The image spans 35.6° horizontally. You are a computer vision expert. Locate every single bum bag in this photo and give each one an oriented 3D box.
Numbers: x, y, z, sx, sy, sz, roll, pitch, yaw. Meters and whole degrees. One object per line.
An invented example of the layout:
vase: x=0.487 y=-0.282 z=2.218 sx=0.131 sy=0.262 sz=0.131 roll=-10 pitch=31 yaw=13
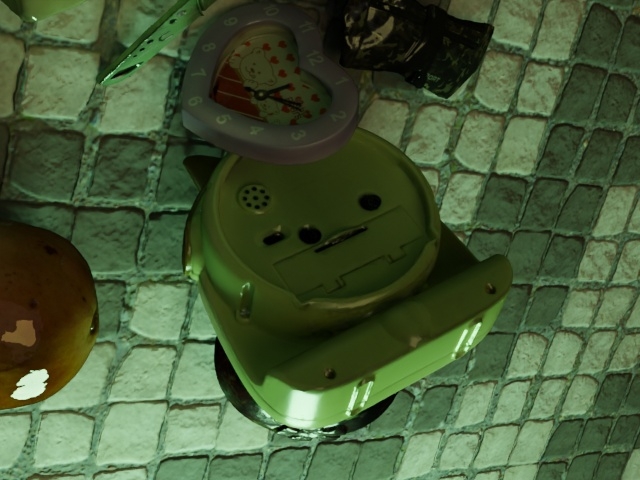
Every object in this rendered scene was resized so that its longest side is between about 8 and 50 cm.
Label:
bum bag: x=0.110 y=-0.232 z=1.172 sx=0.248 sy=0.069 sz=0.102 roll=9 pitch=92 yaw=-39

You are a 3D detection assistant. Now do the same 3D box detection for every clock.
clock: x=-0.062 y=-0.149 z=1.027 sx=0.172 sy=0.198 sz=0.064 roll=-24 pitch=151 yaw=-13
clock: x=0.000 y=0.000 z=1.043 sx=0.286 sy=0.348 sz=0.117 roll=-25 pitch=153 yaw=-23

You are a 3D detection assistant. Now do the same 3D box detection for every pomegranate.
pomegranate: x=-0.307 y=0.066 z=0.961 sx=0.191 sy=0.191 sz=0.191 roll=-16 pitch=121 yaw=-28

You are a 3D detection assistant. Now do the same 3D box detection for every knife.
knife: x=-0.111 y=-0.238 z=0.964 sx=0.293 sy=0.020 sz=0.043 roll=-35 pitch=167 yaw=22

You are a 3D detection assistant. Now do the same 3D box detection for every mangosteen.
mangosteen: x=-0.013 y=0.091 z=1.178 sx=0.231 sy=0.231 sz=0.289 roll=4 pitch=78 yaw=-36

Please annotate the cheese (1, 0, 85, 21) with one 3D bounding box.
cheese: x=-0.190 y=-0.355 z=0.867 sx=0.265 sy=0.124 sz=0.243 roll=-28 pitch=130 yaw=-20
